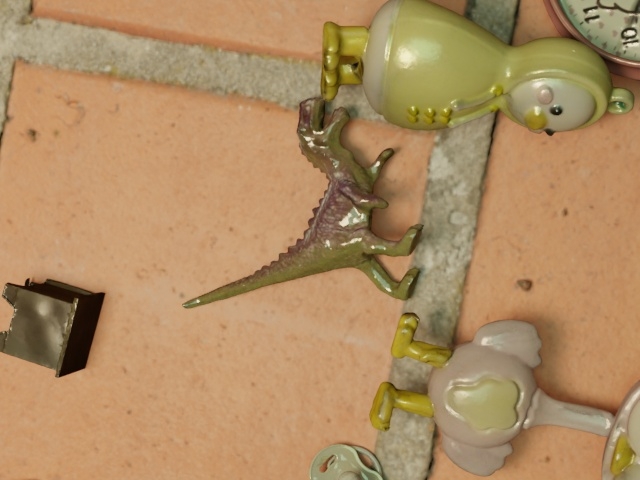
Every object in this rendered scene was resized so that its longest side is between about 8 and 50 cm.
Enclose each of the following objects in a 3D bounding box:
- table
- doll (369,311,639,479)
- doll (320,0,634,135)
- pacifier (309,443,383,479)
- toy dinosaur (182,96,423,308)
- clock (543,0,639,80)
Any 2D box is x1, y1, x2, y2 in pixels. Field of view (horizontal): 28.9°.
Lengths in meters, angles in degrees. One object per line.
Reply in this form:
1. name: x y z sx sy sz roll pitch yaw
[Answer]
1. table: -0.280 0.084 1.269 0.082 0.070 0.083 17 96 11
2. doll: 0.237 0.172 1.189 0.365 0.094 0.160 18 98 7
3. doll: 0.145 -0.151 1.163 0.296 0.141 0.117 15 59 9
4. pacifier: 0.031 0.238 1.235 0.068 0.064 0.083 -44 87 -10
5. toy dinosaur: 0.002 -0.001 1.237 0.199 0.072 0.251 29 108 16
6. clock: 0.322 -0.269 1.155 0.244 0.056 0.244 1 91 25
